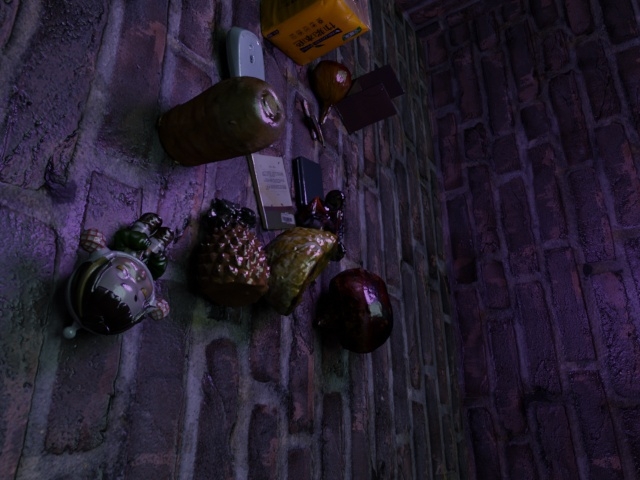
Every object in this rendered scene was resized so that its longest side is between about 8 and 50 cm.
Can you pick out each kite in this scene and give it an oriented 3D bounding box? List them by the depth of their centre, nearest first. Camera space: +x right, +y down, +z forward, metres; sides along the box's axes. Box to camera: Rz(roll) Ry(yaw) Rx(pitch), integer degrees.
[{"bbox_3d":[-0.017,-0.507,2.159,0.241,0.014,0.183,56,19,-62],"label":"kite"}]

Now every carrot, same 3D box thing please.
[{"bbox_3d":[-0.283,-0.346,1.419,0.224,0.341,0.224,36,47,-51],"label":"carrot"}]

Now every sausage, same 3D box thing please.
[{"bbox_3d":[-0.051,-0.541,2.147,0.028,0.025,0.198,-31,104,-66],"label":"sausage"}]

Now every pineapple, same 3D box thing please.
[{"bbox_3d":[-0.265,0.006,1.454,0.223,0.223,0.357,32,41,-48],"label":"pineapple"}]

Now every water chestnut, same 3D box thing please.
[{"bbox_3d":[0.123,0.277,1.874,0.350,0.302,0.350,170,-90,-86],"label":"water chestnut"}]

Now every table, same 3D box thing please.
[{"bbox_3d":[0.252,-0.722,2.449,0.196,0.282,0.250,56,36,-27],"label":"table"}]

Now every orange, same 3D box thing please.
[{"bbox_3d":[-0.089,0.072,1.608,0.210,0.271,0.369,41,29,3],"label":"orange"}]

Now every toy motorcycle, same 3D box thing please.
[{"bbox_3d":[0.000,0.000,1.893,0.134,0.207,0.400,-30,120,-71],"label":"toy motorcycle"}]

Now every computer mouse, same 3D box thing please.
[{"bbox_3d":[-0.284,-0.633,1.758,0.159,0.097,0.288,-7,95,-60],"label":"computer mouse"}]

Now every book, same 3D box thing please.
[{"bbox_3d":[-0.177,-0.184,1.806,0.201,0.026,0.289,-6,83,-58],"label":"book"}]

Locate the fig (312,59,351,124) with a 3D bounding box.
[{"bbox_3d":[0.033,-0.697,2.268,0.191,0.191,0.290,-12,124,-58],"label":"fig"}]

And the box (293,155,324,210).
[{"bbox_3d":[-0.046,-0.228,2.007,0.160,0.050,0.230,13,67,-55],"label":"box"}]

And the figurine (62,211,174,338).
[{"bbox_3d":[-0.465,0.077,1.136,0.281,0.167,0.370,57,29,-30],"label":"figurine"}]

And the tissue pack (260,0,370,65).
[{"bbox_3d":[-0.020,-0.953,2.028,0.293,0.382,0.228,19,60,-53],"label":"tissue pack"}]
